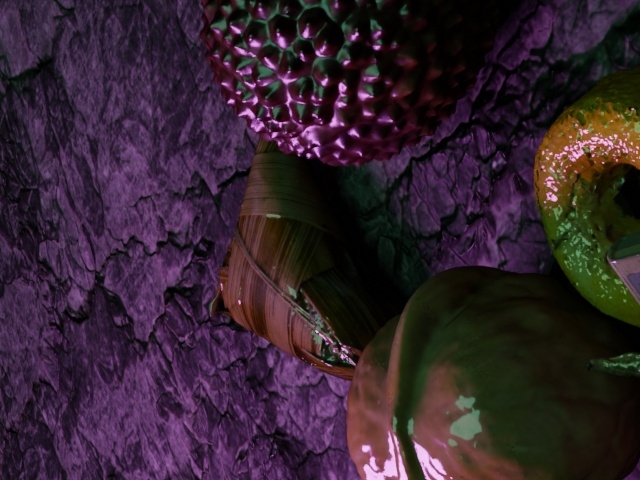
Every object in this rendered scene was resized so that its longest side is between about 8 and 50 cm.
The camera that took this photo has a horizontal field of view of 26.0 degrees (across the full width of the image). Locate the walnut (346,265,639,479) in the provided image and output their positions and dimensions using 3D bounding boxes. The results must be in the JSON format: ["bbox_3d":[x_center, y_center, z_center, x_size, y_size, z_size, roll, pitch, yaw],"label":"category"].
[{"bbox_3d":[0.167,0.164,1.348,0.296,0.285,0.285,-7,93,48],"label":"walnut"}]

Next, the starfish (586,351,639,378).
[{"bbox_3d":[0.355,0.175,1.178,0.277,0.062,0.235,24,144,28],"label":"starfish"}]

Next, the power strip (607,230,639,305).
[{"bbox_3d":[0.345,0.089,1.174,0.092,0.034,0.268,-17,120,45],"label":"power strip"}]

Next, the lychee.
[{"bbox_3d":[0.035,-0.227,1.396,0.330,0.306,0.306,-34,71,45],"label":"lychee"}]

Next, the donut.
[{"bbox_3d":[0.305,-0.033,1.244,0.253,0.118,0.253,28,132,36],"label":"donut"}]

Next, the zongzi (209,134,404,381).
[{"bbox_3d":[0.000,0.000,1.657,0.286,0.134,0.288,25,111,41],"label":"zongzi"}]
